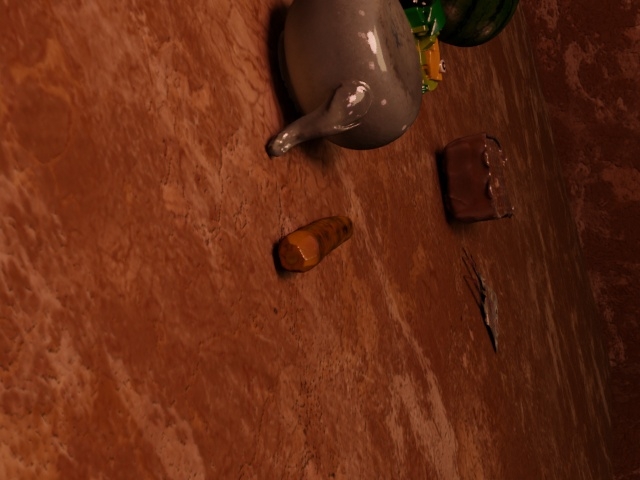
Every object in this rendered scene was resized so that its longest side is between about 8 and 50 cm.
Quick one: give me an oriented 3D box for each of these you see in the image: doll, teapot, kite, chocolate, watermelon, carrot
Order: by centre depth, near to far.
[{"bbox_3d":[0.000,0.000,0.957,0.171,0.042,0.042,-27,105,-70],"label":"carrot"},{"bbox_3d":[0.029,-0.191,1.008,0.294,0.130,0.193,-78,149,-49],"label":"teapot"},{"bbox_3d":[0.118,-0.290,1.300,0.186,0.106,0.134,67,30,-28],"label":"doll"},{"bbox_3d":[0.231,-0.407,1.552,0.188,0.214,0.188,25,27,-14],"label":"watermelon"},{"bbox_3d":[0.264,-0.101,1.590,0.214,0.093,0.148,-4,82,-69],"label":"chocolate"},{"bbox_3d":[0.291,0.102,1.668,0.229,0.016,0.127,54,29,-48],"label":"kite"}]
